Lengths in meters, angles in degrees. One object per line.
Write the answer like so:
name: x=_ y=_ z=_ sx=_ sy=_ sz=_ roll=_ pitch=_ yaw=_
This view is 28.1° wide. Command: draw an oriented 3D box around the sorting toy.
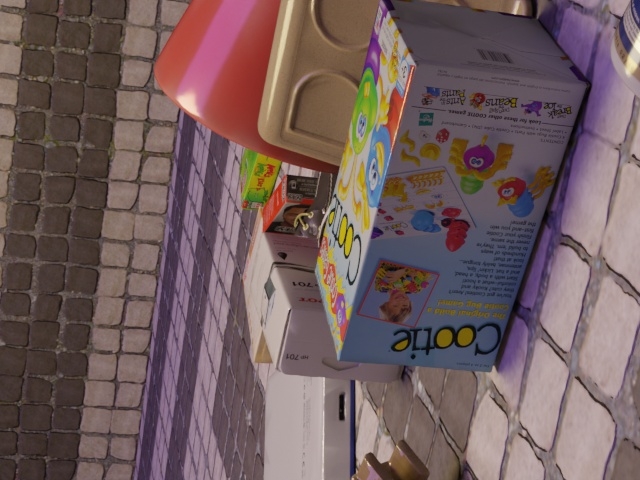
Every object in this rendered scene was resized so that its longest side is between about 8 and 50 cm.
sorting toy: x=0.072 y=-0.198 z=1.144 sx=0.041 sy=0.229 sz=0.307 roll=-49 pitch=-24 yaw=-57

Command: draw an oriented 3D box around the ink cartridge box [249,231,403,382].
ink cartridge box: x=0.008 y=0.071 z=1.404 sx=0.190 sy=0.140 sz=0.082 roll=-117 pitch=36 yaw=-64

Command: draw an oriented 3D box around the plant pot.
plant pot: x=-0.015 y=-0.242 z=1.400 sx=0.275 sy=0.275 sz=0.243 roll=-110 pitch=40 yaw=-60

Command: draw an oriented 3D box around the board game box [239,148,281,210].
board game box: x=-0.094 y=-0.141 z=2.095 sx=0.181 sy=0.043 sz=0.092 roll=111 pitch=158 yaw=-49

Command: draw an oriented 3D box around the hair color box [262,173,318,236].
hair color box: x=-0.031 y=-0.044 z=1.745 sx=0.141 sy=0.072 sz=0.043 roll=128 pitch=145 yaw=-67

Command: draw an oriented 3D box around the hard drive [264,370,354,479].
hard drive: x=-0.019 y=0.246 z=1.657 sx=0.318 sy=0.040 sz=0.210 roll=130 pitch=143 yaw=-66

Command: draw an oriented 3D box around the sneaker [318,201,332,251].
sneaker: x=0.075 y=-0.089 z=1.315 sx=0.121 sy=0.111 sz=0.300 roll=-84 pitch=12 yaw=-52

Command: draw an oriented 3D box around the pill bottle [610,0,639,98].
pill bottle: x=0.229 y=-0.150 z=0.682 sx=0.169 sy=0.094 sz=0.094 roll=109 pitch=160 yaw=-45

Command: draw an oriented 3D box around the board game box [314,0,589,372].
board game box: x=0.098 y=-0.044 z=1.073 sx=0.142 sy=0.144 sz=0.275 roll=-106 pitch=26 yaw=-57

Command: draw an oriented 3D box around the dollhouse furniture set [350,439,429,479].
dollhouse furniture set: x=0.031 y=0.329 z=1.091 sx=0.242 sy=0.212 sz=0.161 roll=50 pitch=138 yaw=33

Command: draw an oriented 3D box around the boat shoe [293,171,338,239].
boat shoe: x=0.000 y=0.000 z=1.609 sx=0.081 sy=0.069 sz=0.227 roll=173 pitch=102 yaw=-76

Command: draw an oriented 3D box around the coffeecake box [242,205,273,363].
coffeecake box: x=-0.061 y=0.063 z=1.834 sx=0.185 sy=0.068 sz=0.142 roll=-102 pitch=22 yaw=-50
